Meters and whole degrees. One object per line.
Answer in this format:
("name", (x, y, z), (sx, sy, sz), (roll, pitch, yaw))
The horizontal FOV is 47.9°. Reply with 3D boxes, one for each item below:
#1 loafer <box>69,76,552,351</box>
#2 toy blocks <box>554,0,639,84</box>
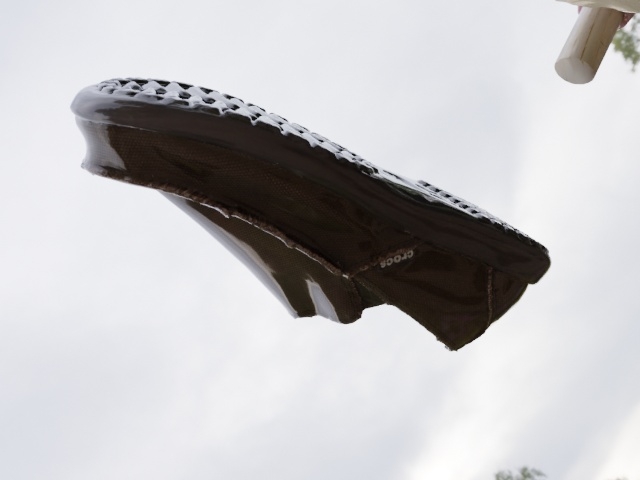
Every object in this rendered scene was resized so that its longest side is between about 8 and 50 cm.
("loafer", (0.000, 0.000, 0.501), (0.366, 0.134, 0.130), (21, -79, -22))
("toy blocks", (0.360, -0.301, 0.596), (0.260, 0.289, 0.309), (-60, -33, -16))
